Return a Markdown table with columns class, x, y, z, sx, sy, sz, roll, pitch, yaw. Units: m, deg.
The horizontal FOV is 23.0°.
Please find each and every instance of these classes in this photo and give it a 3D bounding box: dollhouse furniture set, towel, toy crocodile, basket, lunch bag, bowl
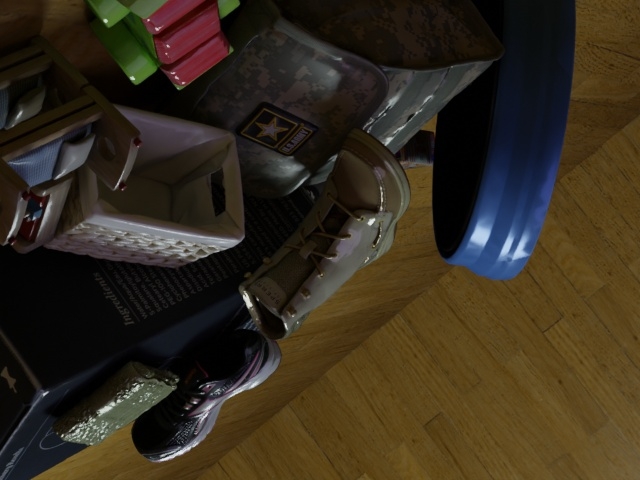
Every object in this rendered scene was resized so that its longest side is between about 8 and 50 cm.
| class | x | y | z | sx | sy | sz | roll | pitch | yaw |
| --- | --- | --- | --- | --- | --- | --- | --- | --- | --- |
| dollhouse furniture set | -0.250 | -0.041 | 1.268 | 0.129 | 0.129 | 0.183 | -31 | 158 | -41 |
| towel | -0.194 | 0.155 | 1.492 | 0.110 | 0.027 | 0.148 | -37 | 169 | 2 |
| toy crocodile | -0.120 | -0.184 | 1.235 | 0.115 | 0.105 | 0.340 | -36 | 169 | -4 |
| basket | -0.166 | -0.045 | 1.421 | 0.167 | 0.113 | 0.103 | 11 | 154 | -40 |
| lunch bag | -0.006 | -0.160 | 1.526 | 0.287 | 0.169 | 0.235 | -14 | 160 | -43 |
| bowl | 0.193 | -0.152 | 1.744 | 0.077 | 0.391 | 0.391 | 7 | 159 | -6 |

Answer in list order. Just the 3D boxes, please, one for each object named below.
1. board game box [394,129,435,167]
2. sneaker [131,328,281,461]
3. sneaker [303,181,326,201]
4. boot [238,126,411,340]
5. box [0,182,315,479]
| class | x | y | z | sx | sy | sz | roll | pitch | yaw |
| --- | --- | --- | --- | --- | --- | --- | --- | --- | --- |
| board game box | 0.029 | -0.101 | 1.901 | 0.194 | 0.045 | 0.147 | -6 | 179 | 18 |
| sneaker | -0.127 | 0.146 | 1.595 | 0.178 | 0.072 | 0.077 | -45 | 156 | -3 |
| sneaker | 0.025 | -0.107 | 2.023 | 0.086 | 0.132 | 0.228 | 33 | 74 | -68 |
| boot | 0.000 | 0.000 | 1.477 | 0.165 | 0.077 | 0.213 | -41 | 161 | -22 |
| box | -0.231 | 0.060 | 1.603 | 0.395 | 0.212 | 0.293 | -27 | 165 | -41 |
